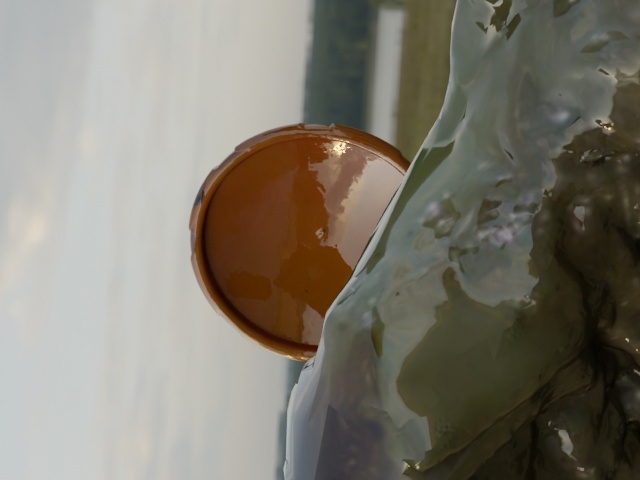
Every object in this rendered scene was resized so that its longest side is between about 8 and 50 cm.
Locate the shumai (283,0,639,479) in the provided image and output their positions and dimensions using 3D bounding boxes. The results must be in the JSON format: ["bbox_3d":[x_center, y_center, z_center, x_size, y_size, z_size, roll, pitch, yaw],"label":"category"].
[{"bbox_3d":[0.084,0.004,0.722,0.217,0.283,0.346,53,170,39],"label":"shumai"}]

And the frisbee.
[{"bbox_3d":[0.000,0.000,1.312,0.035,0.192,0.192,-75,-11,-64],"label":"frisbee"}]
